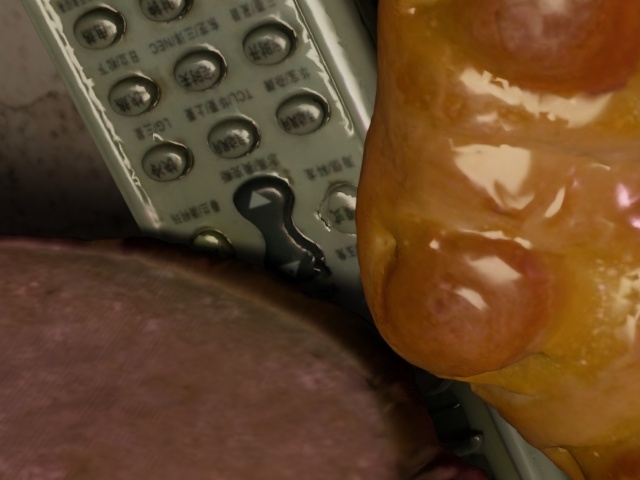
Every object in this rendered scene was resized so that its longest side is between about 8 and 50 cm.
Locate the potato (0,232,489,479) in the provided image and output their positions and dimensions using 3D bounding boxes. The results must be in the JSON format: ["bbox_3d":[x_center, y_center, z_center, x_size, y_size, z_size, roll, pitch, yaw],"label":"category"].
[{"bbox_3d":[-0.133,0.184,0.577,0.397,0.290,0.296,-2,122,-5],"label":"potato"}]

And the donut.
[{"bbox_3d":[0.161,-0.044,0.496,0.317,0.150,0.299,-32,101,31],"label":"donut"}]

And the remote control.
[{"bbox_3d":[0.000,0.000,0.635,0.128,0.065,0.335,-17,108,26],"label":"remote control"}]
